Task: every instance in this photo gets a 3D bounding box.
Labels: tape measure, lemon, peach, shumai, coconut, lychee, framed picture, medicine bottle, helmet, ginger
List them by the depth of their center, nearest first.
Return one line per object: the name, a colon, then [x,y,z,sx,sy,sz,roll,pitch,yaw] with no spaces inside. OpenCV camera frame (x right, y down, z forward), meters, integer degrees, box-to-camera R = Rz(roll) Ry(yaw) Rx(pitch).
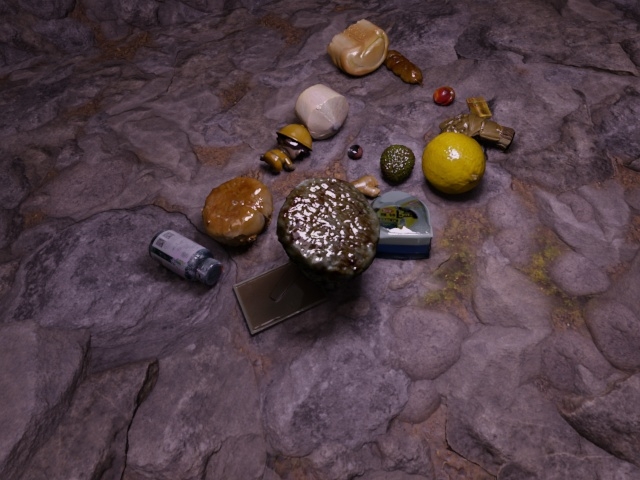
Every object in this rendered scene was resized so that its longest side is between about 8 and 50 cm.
shumai: [0.000,0.000,1.460,0.396,0.348,0.394,8,62,-16]
framed picture: [-0.152,0.195,1.546,0.315,0.024,0.232,-24,55,-9]
medicine bottle: [-0.521,0.071,1.604,0.293,0.141,0.141,24,61,23]
tape measure: [0.303,-0.066,1.610,0.260,0.138,0.261,2,55,7]
lemon: [0.549,-0.320,1.700,0.268,0.267,0.267,-3,54,4]
lychee: [0.332,-0.335,1.788,0.171,0.171,0.171,-3,54,4]
ginger: [0.109,-0.221,1.788,0.299,0.065,0.117,-9,50,4]
helmet: [0.171,-0.414,1.927,0.065,0.049,0.084,-57,32,6]
coconut: [0.012,-0.614,1.985,0.239,0.239,0.244,-31,55,-15]
peach: [0.624,-0.732,2.079,0.101,0.100,0.100,-3,54,4]

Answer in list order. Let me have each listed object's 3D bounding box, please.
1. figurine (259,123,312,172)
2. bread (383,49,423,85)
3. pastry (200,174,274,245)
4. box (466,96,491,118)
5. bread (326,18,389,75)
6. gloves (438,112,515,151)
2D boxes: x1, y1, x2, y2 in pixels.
figurine: [-0.150,-0.431,1.908,0.192,0.167,0.256,34,66,11]
bread: [0.465,-0.948,2.255,0.124,0.084,0.344,-27,56,-12]
pastry: [-0.331,-0.110,1.684,0.285,0.184,0.315,8,58,16]
box: [0.789,-0.663,2.049,0.089,0.022,0.156,-3,54,4]
bread: [0.227,-1.050,2.288,0.316,0.211,0.270,-39,63,-6]
gloves: [0.705,-0.499,1.869,0.331,0.141,0.154,18,60,18]
